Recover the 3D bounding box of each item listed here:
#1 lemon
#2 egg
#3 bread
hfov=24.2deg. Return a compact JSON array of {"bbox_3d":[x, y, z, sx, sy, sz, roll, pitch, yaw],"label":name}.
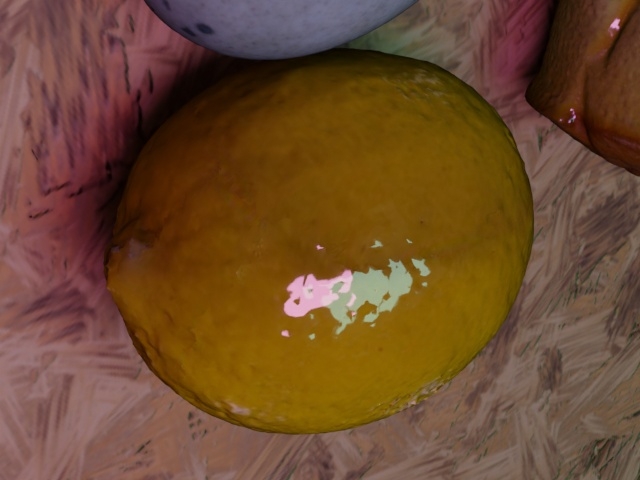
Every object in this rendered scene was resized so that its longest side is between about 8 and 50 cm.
[{"bbox_3d":[0.004,-0.001,0.908,0.263,0.236,0.236,-21,128,-5],"label":"lemon"},{"bbox_3d":[-0.002,-0.197,0.838,0.236,0.169,0.169,-32,130,-25],"label":"egg"},{"bbox_3d":[0.290,-0.111,1.095,0.270,0.270,0.148,-4,114,-42],"label":"bread"}]
